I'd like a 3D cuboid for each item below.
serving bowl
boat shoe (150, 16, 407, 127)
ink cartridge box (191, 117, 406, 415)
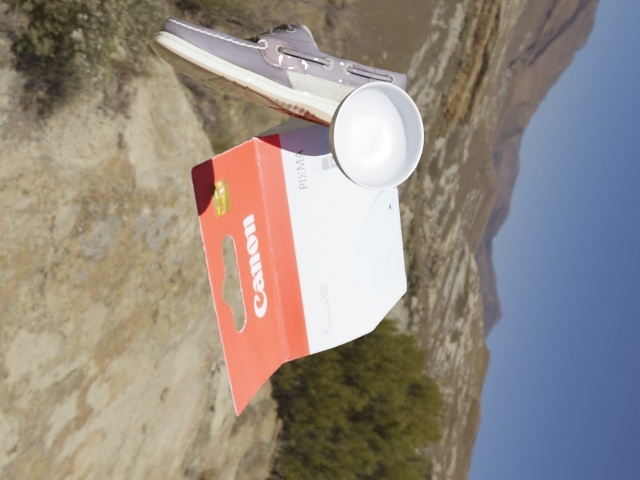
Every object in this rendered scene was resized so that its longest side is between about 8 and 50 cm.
[{"bbox_3d":[0.040,-0.082,0.529,0.027,0.083,0.083,14,-95,61],"label":"serving bowl"},{"bbox_3d":[-0.035,-0.187,0.725,0.103,0.285,0.092,-152,-101,-70],"label":"boat shoe"},{"bbox_3d":[0.000,0.000,0.869,0.385,0.091,0.308,-40,128,-57],"label":"ink cartridge box"}]
